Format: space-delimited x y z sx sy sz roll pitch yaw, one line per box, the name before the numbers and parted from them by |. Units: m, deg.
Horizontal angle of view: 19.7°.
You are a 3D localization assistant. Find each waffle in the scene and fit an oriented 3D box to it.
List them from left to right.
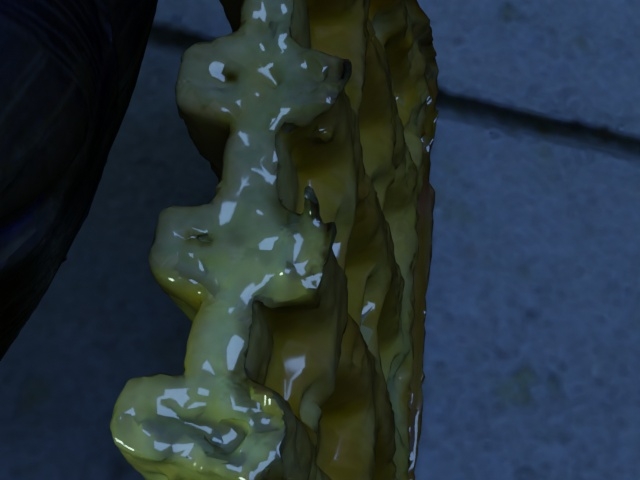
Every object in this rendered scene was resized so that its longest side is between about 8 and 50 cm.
waffle | 0.001 0.000 0.840 0.077 0.304 0.348 0 64 12

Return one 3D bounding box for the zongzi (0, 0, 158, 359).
zongzi | -0.183 -0.072 0.797 0.208 0.403 0.432 31 51 -6
